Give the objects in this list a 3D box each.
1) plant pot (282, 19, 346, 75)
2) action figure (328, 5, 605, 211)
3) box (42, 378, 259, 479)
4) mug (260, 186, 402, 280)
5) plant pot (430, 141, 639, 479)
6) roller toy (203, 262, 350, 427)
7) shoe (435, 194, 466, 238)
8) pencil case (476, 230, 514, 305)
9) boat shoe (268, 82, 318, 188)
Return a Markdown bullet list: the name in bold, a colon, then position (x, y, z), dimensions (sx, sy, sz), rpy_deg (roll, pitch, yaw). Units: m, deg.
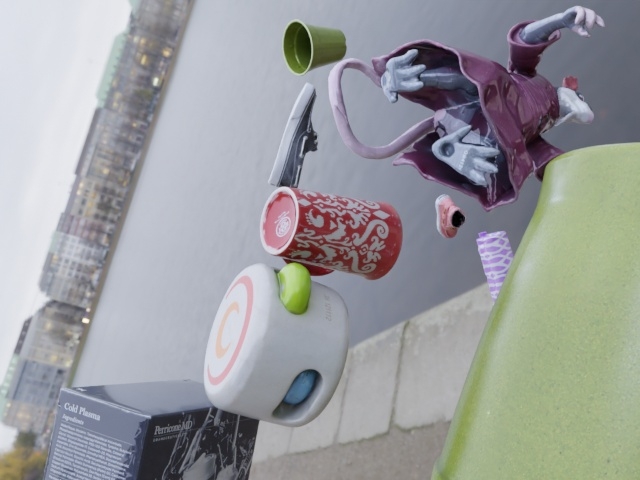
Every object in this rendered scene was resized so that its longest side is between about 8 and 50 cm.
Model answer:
- **plant pot**: position (-0.004, -0.301, 1.036), dimensions (0.083, 0.079, 0.083), rpy_deg (29, 126, 49)
- **action figure**: position (0.234, -0.151, 0.868), dimensions (0.275, 0.370, 0.248), rpy_deg (-1, 103, 41)
- **box**: position (-0.274, 0.406, 1.098), dimensions (0.343, 0.179, 0.312), rpy_deg (19, -100, -65)
- **mug**: position (0.005, 0.003, 0.911), dimensions (0.113, 0.169, 0.150), rpy_deg (49, 120, 47)
- **plant pot**: position (0.280, 0.115, 0.544), dimensions (0.366, 0.366, 0.353), rpy_deg (180, 100, -73)
- **roller toy**: position (-0.055, 0.138, 0.869), dimensions (0.209, 0.146, 0.191), rpy_deg (-20, 53, 62)
- **shoe**: position (0.390, -0.051, 1.980), dimensions (0.081, 0.063, 0.178), rpy_deg (55, 171, 43)
- **pencil case**: position (0.468, 0.077, 1.742), dimensions (0.088, 0.086, 0.206), rpy_deg (-171, 68, -86)
- **boat shoe**: position (-0.052, -0.278, 1.836), dimensions (0.108, 0.102, 0.301), rpy_deg (-93, 22, -72)
